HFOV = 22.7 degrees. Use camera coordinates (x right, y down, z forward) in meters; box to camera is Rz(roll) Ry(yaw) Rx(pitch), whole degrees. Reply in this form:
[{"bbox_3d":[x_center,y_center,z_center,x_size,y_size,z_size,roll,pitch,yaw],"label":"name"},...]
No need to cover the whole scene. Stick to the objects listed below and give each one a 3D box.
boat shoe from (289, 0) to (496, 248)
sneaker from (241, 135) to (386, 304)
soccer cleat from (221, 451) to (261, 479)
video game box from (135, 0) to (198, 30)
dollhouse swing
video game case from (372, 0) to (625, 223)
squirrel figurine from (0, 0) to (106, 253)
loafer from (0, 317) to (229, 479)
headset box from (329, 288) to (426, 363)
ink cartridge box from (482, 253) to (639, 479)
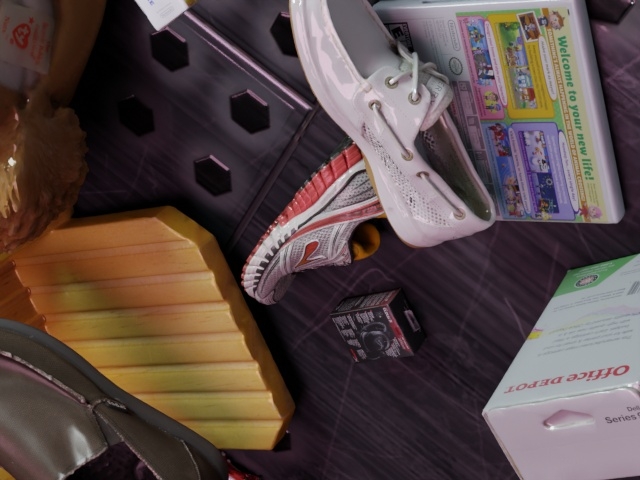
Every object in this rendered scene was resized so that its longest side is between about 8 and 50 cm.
[{"bbox_3d":[0.071,-0.118,1.351,0.096,0.098,0.277,-10,124,37],"label":"boat shoe"},{"bbox_3d":[0.000,0.000,1.516,0.093,0.088,0.225,41,135,-1],"label":"sneaker"},{"bbox_3d":[-0.105,0.269,1.821,0.083,0.029,0.035,29,129,7],"label":"soccer cleat"},{"bbox_3d":[-0.127,-0.294,1.307,0.048,0.205,0.187,-32,102,39],"label":"video game box"},{"bbox_3d":[-0.263,0.157,1.679,0.305,0.315,0.346,7,126,52],"label":"dollhouse swing"},{"bbox_3d":[0.154,-0.112,1.379,0.193,0.023,0.212,2,121,32],"label":"video game case"},{"bbox_3d":[-0.403,-0.165,1.544,0.370,0.281,0.397,5,122,38],"label":"squirrel figurine"},{"bbox_3d":[-0.257,0.195,1.592,0.366,0.130,0.133,26,110,-10],"label":"loafer"},{"bbox_3d":[0.060,0.085,1.576,0.083,0.032,0.062,-13,114,38],"label":"headset box"},{"bbox_3d":[0.252,0.102,1.337,0.154,0.212,0.093,-16,112,39],"label":"ink cartridge box"}]
